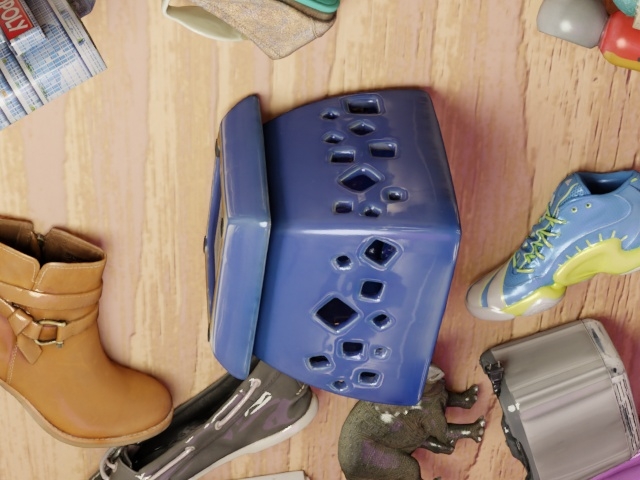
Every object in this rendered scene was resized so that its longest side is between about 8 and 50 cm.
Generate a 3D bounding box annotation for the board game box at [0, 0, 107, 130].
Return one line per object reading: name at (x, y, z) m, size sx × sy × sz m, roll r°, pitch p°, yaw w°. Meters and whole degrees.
board game box at (-0.264, -0.188, 1.391) m, size 0.194 × 0.194 × 0.060 m, roll -32°, pitch 132°, yaw -4°

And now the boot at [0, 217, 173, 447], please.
boot at (-0.256, 0.091, 1.673) m, size 0.283 × 0.109 × 0.220 m, roll 17°, pitch 120°, yaw -17°

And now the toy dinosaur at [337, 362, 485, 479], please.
toy dinosaur at (0.089, 0.218, 1.860) m, size 0.160 × 0.121 × 0.313 m, roll 19°, pitch 129°, yaw -12°

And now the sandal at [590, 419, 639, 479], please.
sandal at (0.463, 0.267, 1.974) m, size 0.416 × 0.102 × 0.169 m, roll -36°, pitch 128°, yaw 17°

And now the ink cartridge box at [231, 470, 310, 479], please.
ink cartridge box at (-0.154, 0.410, 1.936) m, size 0.306 × 0.131 × 0.226 m, roll -6°, pitch 131°, yaw -6°

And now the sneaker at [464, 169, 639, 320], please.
sneaker at (0.252, -0.006, 1.721) m, size 0.240 × 0.091 × 0.126 m, roll -23°, pitch 113°, yaw 7°

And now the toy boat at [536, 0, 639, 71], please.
toy boat at (0.289, -0.261, 1.429) m, size 0.148 × 0.267 × 0.318 m, roll 20°, pitch 148°, yaw 6°

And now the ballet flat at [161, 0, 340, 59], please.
ballet flat at (-0.127, -0.242, 1.411) m, size 0.316 × 0.107 × 0.106 m, roll 28°, pitch 132°, yaw -30°

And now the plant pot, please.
plant pot at (0.000, 0.000, 1.562) m, size 0.212 × 0.236 × 0.236 m, roll 4°, pitch 129°, yaw -8°

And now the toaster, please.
toaster at (0.275, 0.184, 1.848) m, size 0.146 × 0.129 × 0.227 m, roll -22°, pitch 129°, yaw 0°

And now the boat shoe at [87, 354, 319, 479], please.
boat shoe at (-0.164, 0.223, 1.799) m, size 0.335 × 0.112 × 0.095 m, roll -31°, pitch 114°, yaw 6°
